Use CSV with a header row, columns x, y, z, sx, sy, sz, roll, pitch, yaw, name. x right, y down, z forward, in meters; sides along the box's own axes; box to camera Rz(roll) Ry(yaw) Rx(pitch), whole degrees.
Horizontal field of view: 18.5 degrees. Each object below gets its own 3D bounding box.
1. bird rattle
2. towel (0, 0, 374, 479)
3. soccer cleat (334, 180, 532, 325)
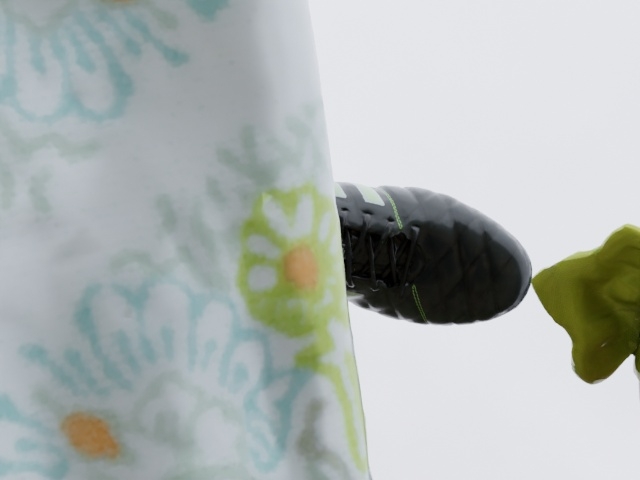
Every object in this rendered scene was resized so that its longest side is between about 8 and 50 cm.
x,y,z,sx,sy,sz,roll,pitch,yaw,name
0.210,0.111,1.030,0.207,0.143,0.253,-167,-112,-65,bird rattle
-0.130,0.023,0.487,0.090,0.320,0.374,3,-77,54,towel
0.000,0.000,0.835,0.179,0.072,0.060,17,-74,15,soccer cleat
